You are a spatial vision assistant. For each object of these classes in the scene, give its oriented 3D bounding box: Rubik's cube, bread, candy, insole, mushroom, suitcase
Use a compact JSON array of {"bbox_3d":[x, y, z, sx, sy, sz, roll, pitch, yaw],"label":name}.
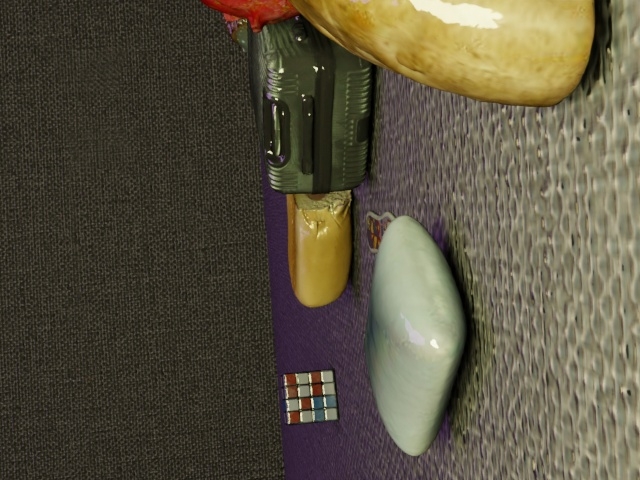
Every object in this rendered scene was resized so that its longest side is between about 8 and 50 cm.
[{"bbox_3d":[-0.021,0.282,1.504,0.092,0.092,0.092,123,142,-77],"label":"Rubik's cube"},{"bbox_3d":[0.002,0.000,1.175,0.134,0.085,0.173,-115,23,-61],"label":"bread"},{"bbox_3d":[0.076,0.081,0.688,0.174,0.071,0.138,92,170,-49],"label":"candy"},{"bbox_3d":[0.072,-0.004,0.942,0.197,0.004,0.065,-135,41,-78],"label":"insole"},{"bbox_3d":[0.043,-0.174,0.477,0.156,0.151,0.285,91,171,-47],"label":"mushroom"},{"bbox_3d":[-0.020,-0.211,1.039,0.312,0.128,0.202,-103,11,-51],"label":"suitcase"}]

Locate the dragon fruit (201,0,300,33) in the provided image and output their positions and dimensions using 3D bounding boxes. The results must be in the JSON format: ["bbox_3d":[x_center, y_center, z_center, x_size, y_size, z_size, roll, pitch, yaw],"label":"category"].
[{"bbox_3d":[-0.067,-0.321,0.857,0.210,0.268,0.205,-25,-76,-70],"label":"dragon fruit"}]

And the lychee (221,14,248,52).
[{"bbox_3d":[-0.067,-0.355,1.257,0.171,0.171,0.171,175,90,-83],"label":"lychee"}]
